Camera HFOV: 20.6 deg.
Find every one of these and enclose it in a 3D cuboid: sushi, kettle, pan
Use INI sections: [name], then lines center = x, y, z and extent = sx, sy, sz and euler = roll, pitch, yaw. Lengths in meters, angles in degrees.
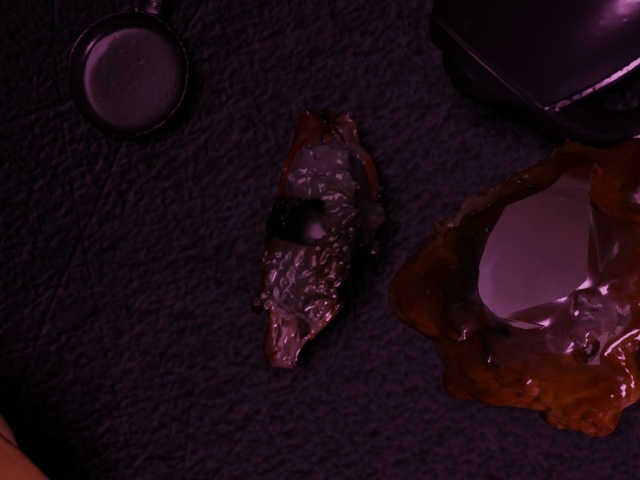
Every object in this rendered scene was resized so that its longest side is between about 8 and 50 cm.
[sushi]
center = 0.001, 0.000, 1.480
extent = 0.097, 0.103, 0.226
euler = 13, 90, -5
[kettle]
center = 0.233, -0.209, 1.418
extent = 0.268, 0.207, 0.290
euler = 37, 100, -15
[pan]
center = -0.156, -0.193, 1.552
extent = 0.115, 0.040, 0.212
euler = 16, 95, 12

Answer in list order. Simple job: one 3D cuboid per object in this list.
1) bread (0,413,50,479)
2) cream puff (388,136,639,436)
[bread]
center = -0.414, 0.189, 1.498
extent = 0.424, 0.329, 0.245
euler = 39, 52, 12
[cream puff]
center = 0.188, 0.037, 1.412
extent = 0.269, 0.155, 0.241
euler = -1, 86, 8
